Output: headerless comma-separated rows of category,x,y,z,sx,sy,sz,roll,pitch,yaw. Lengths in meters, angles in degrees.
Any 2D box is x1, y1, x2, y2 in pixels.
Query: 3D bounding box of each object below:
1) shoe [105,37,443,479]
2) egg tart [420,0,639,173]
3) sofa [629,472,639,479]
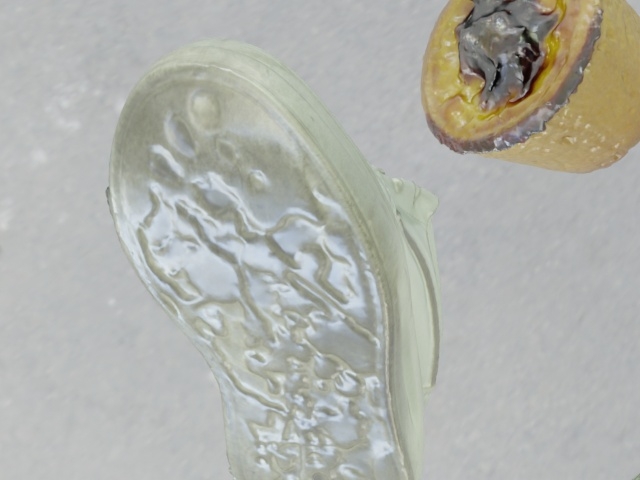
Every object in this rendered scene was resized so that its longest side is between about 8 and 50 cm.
shoe,0.000,0.000,0.882,0.124,0.159,0.316,6,136,18
egg tart,0.204,-0.158,1.629,0.171,0.215,0.215,22,126,-37
sofa,0.206,0.155,0.623,0.210,0.176,0.225,-43,60,17
